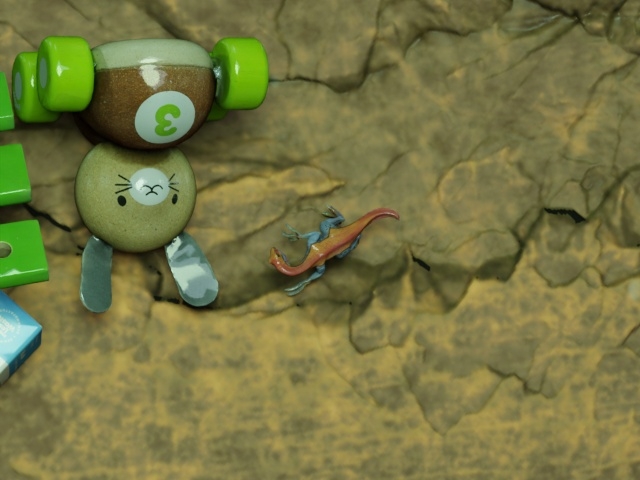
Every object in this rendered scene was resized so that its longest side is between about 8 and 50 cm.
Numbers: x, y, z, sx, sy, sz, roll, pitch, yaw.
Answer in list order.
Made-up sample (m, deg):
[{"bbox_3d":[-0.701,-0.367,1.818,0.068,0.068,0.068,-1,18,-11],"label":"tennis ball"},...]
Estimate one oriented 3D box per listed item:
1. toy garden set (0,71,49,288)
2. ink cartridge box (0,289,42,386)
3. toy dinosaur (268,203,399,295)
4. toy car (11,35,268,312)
[{"bbox_3d":[-0.308,-0.045,1.315,0.204,0.049,0.244,-10,54,-12],"label":"toy garden set"},{"bbox_3d":[-0.289,0.096,1.315,0.104,0.060,0.180,41,73,1],"label":"ink cartridge box"},{"bbox_3d":[0.000,0.000,1.389,0.047,0.090,0.082,55,29,-5],"label":"toy dinosaur"},{"bbox_3d":[-0.126,-0.044,1.348,0.155,0.149,0.188,-2,88,-22],"label":"toy car"}]
